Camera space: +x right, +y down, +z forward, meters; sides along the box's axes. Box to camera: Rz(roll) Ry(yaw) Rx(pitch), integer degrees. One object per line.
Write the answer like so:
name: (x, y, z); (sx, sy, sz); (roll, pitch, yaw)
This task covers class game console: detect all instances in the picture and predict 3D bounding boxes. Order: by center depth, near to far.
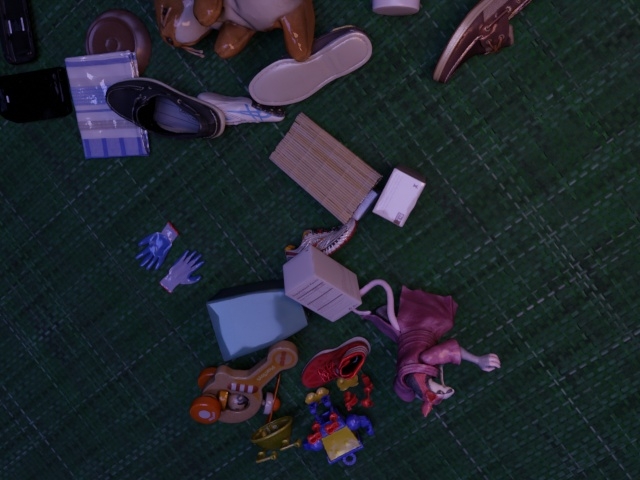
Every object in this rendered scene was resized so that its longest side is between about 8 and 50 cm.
game console: (-0.825, -0.516, 1.656); (0.214, 0.044, 0.360); (-5, 99, 10)

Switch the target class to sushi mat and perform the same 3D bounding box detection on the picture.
sushi mat: (0.004, -0.187, 1.491); (0.316, 0.019, 0.151); (43, 106, 30)

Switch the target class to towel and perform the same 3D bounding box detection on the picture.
towel: (-0.580, -0.365, 1.616); (0.210, 0.034, 0.284); (0, 108, 11)

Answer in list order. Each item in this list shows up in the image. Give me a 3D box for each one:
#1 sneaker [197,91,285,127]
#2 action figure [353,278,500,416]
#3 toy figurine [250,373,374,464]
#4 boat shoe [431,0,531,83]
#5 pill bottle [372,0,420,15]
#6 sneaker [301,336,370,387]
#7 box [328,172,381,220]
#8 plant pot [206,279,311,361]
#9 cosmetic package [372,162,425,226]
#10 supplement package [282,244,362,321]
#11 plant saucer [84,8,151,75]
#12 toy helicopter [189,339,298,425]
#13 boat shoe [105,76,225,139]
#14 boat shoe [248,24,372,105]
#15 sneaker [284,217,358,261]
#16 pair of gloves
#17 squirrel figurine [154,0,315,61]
sneaker: (-0.208, -0.336, 1.555); (0.238, 0.085, 0.086); (8, 126, 7)
action figure: (0.235, 0.245, 1.407); (0.276, 0.370, 0.248); (36, 116, -14)
toy figurine: (0.020, 0.546, 1.591); (0.363, 0.191, 0.217); (-28, 109, -2)
boat shoe: (0.402, -0.497, 1.389); (0.123, 0.123, 0.342); (39, 98, 4)
pill bottle: (0.183, -0.677, 1.381); (0.153, 0.152, 0.271); (3, 100, 10)
sneaker: (0.029, 0.341, 1.588); (0.221, 0.128, 0.087); (-38, 91, 14)
box: (0.088, -0.117, 1.516); (0.102, 0.101, 0.087); (37, 104, 5)
plant pot: (-0.152, 0.196, 1.586); (0.235, 0.165, 0.165); (-15, 96, 7)
cosmetic package: (0.193, -0.115, 1.430); (0.086, 0.231, 0.117); (28, 102, 5)
supplement package: (0.004, 0.113, 1.517); (0.105, 0.105, 0.179); (-36, 129, 26)
plant saucer: (-0.557, -0.529, 1.606); (0.199, 0.036, 0.198); (2, 99, 10)
toy helicopter: (-0.175, 0.399, 1.627); (0.235, 0.140, 0.355); (37, 117, -20)
boat shoe: (-0.419, -0.326, 1.508); (0.340, 0.113, 0.127); (22, 119, 10)
boat shoe: (-0.028, -0.441, 1.489); (0.325, 0.096, 0.116); (-22, 125, 15)
sneaker: (0.000, 0.000, 1.560); (0.225, 0.088, 0.092); (-33, 90, 14)
pair of gloves: (-0.426, 0.055, 1.682); (0.159, 0.023, 0.198); (-43, 89, 14)
squirrel figurine: (-0.224, -0.623, 1.437); (0.371, 0.281, 0.396); (-4, 68, 31)
